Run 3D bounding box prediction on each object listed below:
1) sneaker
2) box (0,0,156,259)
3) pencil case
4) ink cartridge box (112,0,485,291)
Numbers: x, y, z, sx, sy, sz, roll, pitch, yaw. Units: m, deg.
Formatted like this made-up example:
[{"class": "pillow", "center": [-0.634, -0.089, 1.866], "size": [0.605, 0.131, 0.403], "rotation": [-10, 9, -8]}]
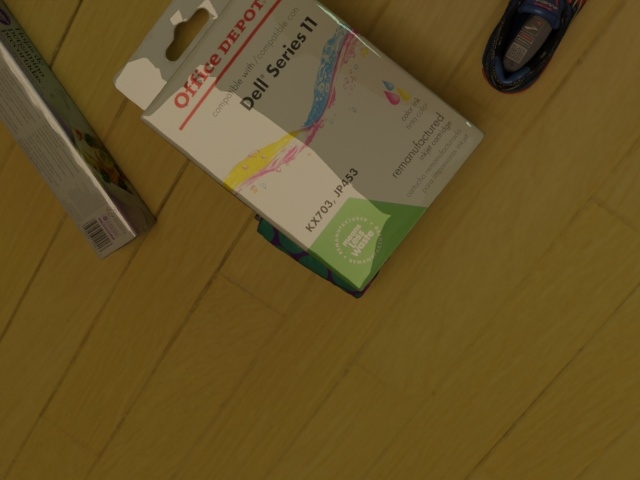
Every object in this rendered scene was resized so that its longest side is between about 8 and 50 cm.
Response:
[{"class": "sneaker", "center": [0.225, -0.239, 0.869], "size": [0.083, 0.087, 0.221], "rotation": [22, 113, 5]}, {"class": "box", "center": [-0.318, -0.130, 1.058], "size": [0.067, 0.063, 0.324], "rotation": [-32, 98, 20]}, {"class": "pencil case", "center": [0.000, 0.000, 1.021], "size": [0.151, 0.064, 0.070], "rotation": [34, 130, 1]}, {"class": "ink cartridge box", "center": [-0.036, -0.136, 0.925], "size": [0.353, 0.119, 0.207], "rotation": [38, 93, 0]}]
